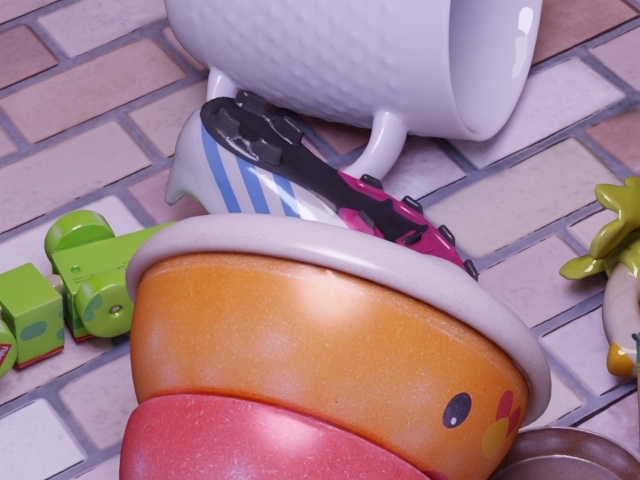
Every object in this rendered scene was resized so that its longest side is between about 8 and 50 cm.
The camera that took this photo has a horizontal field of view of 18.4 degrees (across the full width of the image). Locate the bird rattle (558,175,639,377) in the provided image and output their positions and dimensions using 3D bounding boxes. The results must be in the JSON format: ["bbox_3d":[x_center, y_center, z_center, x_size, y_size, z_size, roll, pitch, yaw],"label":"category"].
[{"bbox_3d":[0.343,0.052,1.770,0.253,0.143,0.207,12,57,-2],"label":"bird rattle"}]

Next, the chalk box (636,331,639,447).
[{"bbox_3d":[0.352,0.163,1.579,0.132,0.132,0.213,-13,30,-10],"label":"chalk box"}]

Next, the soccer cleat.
[{"bbox_3d":[0.000,0.000,1.836,0.331,0.143,0.116,38,33,9],"label":"soccer cleat"}]

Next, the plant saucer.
[{"bbox_3d":[0.197,0.226,1.634,0.168,0.029,0.168,-2,43,2],"label":"plant saucer"}]

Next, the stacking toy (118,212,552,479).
[{"bbox_3d":[-0.042,0.250,1.496,0.350,0.350,0.480,11,67,15],"label":"stacking toy"}]

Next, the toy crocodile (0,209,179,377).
[{"bbox_3d":[-0.259,0.064,1.793,0.340,0.105,0.115,-20,46,-22],"label":"toy crocodile"}]

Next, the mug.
[{"bbox_3d":[0.012,-0.208,1.952,0.328,0.276,0.374,9,75,24],"label":"mug"}]
